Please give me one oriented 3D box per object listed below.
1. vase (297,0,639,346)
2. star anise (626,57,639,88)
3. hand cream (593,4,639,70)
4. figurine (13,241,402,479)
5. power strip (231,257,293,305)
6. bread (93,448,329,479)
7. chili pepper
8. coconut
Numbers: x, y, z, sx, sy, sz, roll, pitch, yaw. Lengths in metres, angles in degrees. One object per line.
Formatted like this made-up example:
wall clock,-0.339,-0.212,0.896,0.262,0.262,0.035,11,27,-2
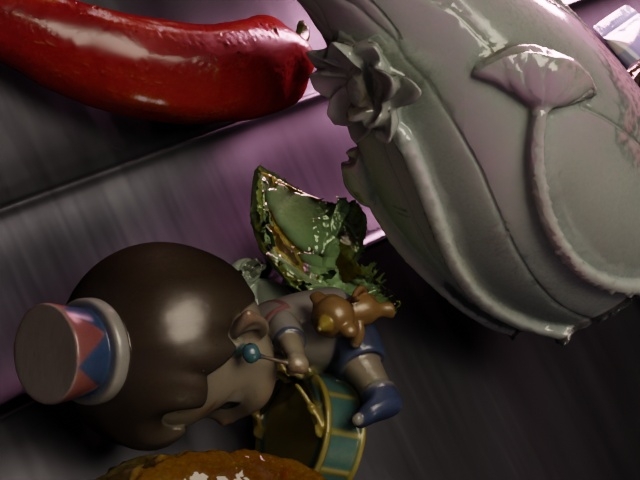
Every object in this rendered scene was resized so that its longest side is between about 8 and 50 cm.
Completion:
vase,0.105,-0.131,1.344,0.445,0.250,0.250,48,43,-34
star anise,0.257,-0.101,1.593,0.181,0.061,0.204,-26,72,-3
hand cream,0.381,-0.126,1.751,0.271,0.058,0.091,52,43,3
figurine,-0.084,0.087,1.193,0.275,0.161,0.158,15,72,-27
power strip,-0.038,0.048,1.329,0.083,0.035,0.055,53,46,-6
bread,-0.074,0.256,1.077,0.227,0.142,0.253,17,71,-24
chili pepper,-0.124,-0.154,1.335,0.368,0.092,0.137,5,49,-41
coconut,-0.002,0.004,1.359,0.158,0.055,0.133,49,21,-3
